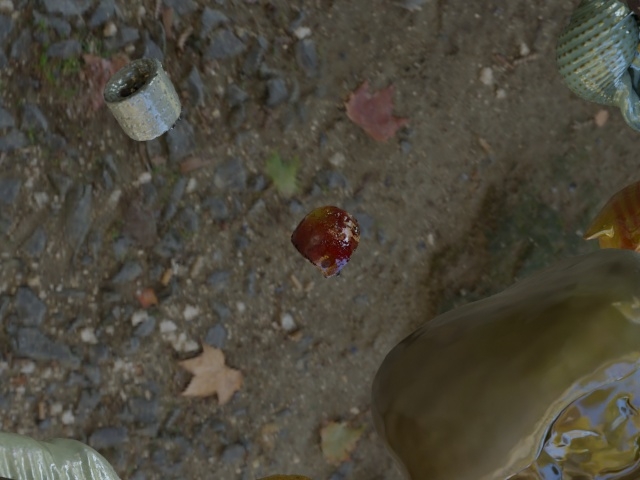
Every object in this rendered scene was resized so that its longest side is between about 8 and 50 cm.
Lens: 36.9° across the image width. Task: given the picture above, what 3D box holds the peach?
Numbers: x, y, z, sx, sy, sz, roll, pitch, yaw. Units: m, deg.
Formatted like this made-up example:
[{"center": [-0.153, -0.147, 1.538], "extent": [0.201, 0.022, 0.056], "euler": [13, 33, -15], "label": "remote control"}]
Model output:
[{"center": [0.000, 0.000, 0.985], "extent": [0.077, 0.083, 0.050], "euler": [-14, 132, 40], "label": "peach"}]

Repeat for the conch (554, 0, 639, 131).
[{"center": [0.413, -0.253, 1.314], "extent": [0.172, 0.131, 0.200], "euler": [-29, 125, 10], "label": "conch"}]

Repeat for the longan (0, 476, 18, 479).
[{"center": [-0.250, 0.284, 0.699], "extent": [0.248, 0.248, 0.248], "euler": [-7, 118, -13], "label": "longan"}]

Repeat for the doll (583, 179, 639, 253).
[{"center": [0.496, 0.018, 1.352], "extent": [0.166, 0.162, 0.269], "euler": [-39, 113, 21], "label": "doll"}]

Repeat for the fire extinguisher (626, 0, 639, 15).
[{"center": [0.292, -0.262, 0.848], "extent": [0.078, 0.045, 0.157], "euler": [-27, 151, -3], "label": "fire extinguisher"}]

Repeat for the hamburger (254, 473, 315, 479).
[{"center": [-0.013, 0.139, 0.391], "extent": [0.076, 0.083, 0.044], "euler": [23, 140, -11], "label": "hamburger"}]

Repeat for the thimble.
[{"center": [-0.279, -0.221, 1.514], "extent": [0.102, 0.115, 0.090], "euler": [2, 138, 32], "label": "thimble"}]

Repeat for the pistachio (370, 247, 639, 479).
[{"center": [0.155, 0.109, 0.693], "extent": [0.166, 0.197, 0.288], "euler": [41, 136, -21], "label": "pistachio"}]

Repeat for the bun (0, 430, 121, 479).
[{"center": [-0.344, 0.370, 0.962], "extent": [0.365, 0.365, 0.219], "euler": [32, 125, -27], "label": "bun"}]
